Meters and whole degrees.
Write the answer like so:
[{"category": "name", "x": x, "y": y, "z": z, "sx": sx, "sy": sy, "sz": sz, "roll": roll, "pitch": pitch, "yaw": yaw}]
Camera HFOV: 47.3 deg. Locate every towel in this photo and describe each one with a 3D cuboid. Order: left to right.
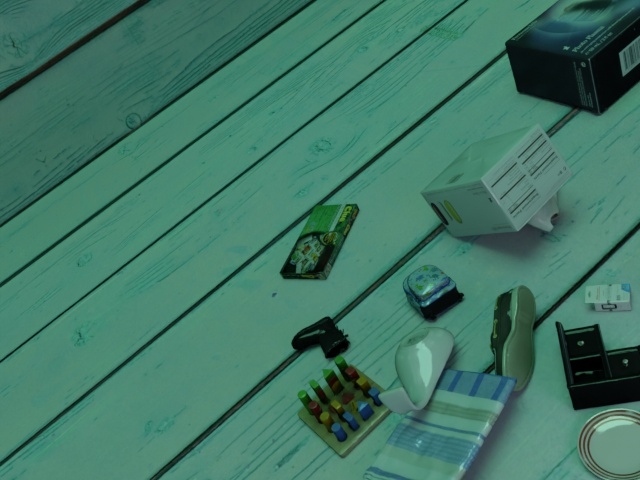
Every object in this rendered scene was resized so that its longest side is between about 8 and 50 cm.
[{"category": "towel", "x": 0.218, "y": 0.352, "z": 1.352, "sx": 0.285, "sy": 0.034, "sz": 0.209, "roll": -49, "pitch": 24, "yaw": -27}]

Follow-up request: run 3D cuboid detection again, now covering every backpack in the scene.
[{"category": "backpack", "x": 0.240, "y": 0.105, "z": 1.632, "sx": 0.105, "sy": 0.084, "sz": 0.114, "roll": -33, "pitch": 34, "yaw": -10}]

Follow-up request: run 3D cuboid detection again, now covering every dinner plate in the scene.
[{"category": "dinner plate", "x": 0.508, "y": 0.347, "z": 1.235, "sx": 0.141, "sy": 0.017, "sz": 0.141, "roll": -17, "pitch": 38, "yaw": 14}]

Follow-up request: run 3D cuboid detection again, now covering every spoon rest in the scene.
[{"category": "spoon rest", "x": 0.191, "y": 0.259, "z": 1.458, "sx": 0.137, "sy": 0.084, "sz": 0.276, "roll": -24, "pitch": 11, "yaw": 30}]

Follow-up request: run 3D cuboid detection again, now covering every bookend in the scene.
[{"category": "bookend", "x": 0.524, "y": 0.215, "z": 1.334, "sx": 0.157, "sy": 0.072, "sz": 0.156, "roll": -13, "pitch": 39, "yaw": 19}]

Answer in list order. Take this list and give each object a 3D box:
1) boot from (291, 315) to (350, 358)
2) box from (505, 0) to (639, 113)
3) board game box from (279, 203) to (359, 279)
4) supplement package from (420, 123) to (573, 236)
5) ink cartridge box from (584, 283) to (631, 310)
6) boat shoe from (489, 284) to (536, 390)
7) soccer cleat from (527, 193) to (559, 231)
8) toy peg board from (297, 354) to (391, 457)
[{"category": "boot", "x": 0.002, "y": 0.233, "z": 1.669, "sx": 0.121, "sy": 0.045, "sz": 0.099, "roll": -33, "pitch": 40, "yaw": -6}, {"category": "box", "x": 0.719, "y": -0.524, "z": 1.985, "sx": 0.296, "sy": 0.182, "sz": 0.294, "roll": -39, "pitch": 37, "yaw": -15}, {"category": "board game box", "x": 0.000, "y": 0.000, "z": 1.953, "sx": 0.136, "sy": 0.030, "sz": 0.259, "roll": -2, "pitch": 44, "yaw": 34}, {"category": "supplement package", "x": 0.396, "y": -0.129, "z": 1.676, "sx": 0.204, "sy": 0.145, "sz": 0.262, "roll": -43, "pitch": 12, "yaw": -18}, {"category": "ink cartridge box", "x": 0.573, "y": 0.114, "z": 1.456, "sx": 0.083, "sy": 0.028, "sz": 0.048, "roll": -4, "pitch": 43, "yaw": 28}, {"category": "boat shoe", "x": 0.376, "y": 0.197, "z": 1.449, "sx": 0.069, "sy": 0.081, "sz": 0.227, "roll": -26, "pitch": 37, "yaw": 47}, {"category": "soccer cleat", "x": 0.524, "y": -0.086, "z": 1.702, "sx": 0.076, "sy": 0.068, "sz": 0.196, "roll": 35, "pitch": 44, "yaw": 4}, {"category": "toy peg board", "x": 0.043, "y": 0.328, "z": 1.501, "sx": 0.161, "sy": 0.079, "sz": 0.161, "roll": -41, "pitch": 39, "yaw": -15}]
